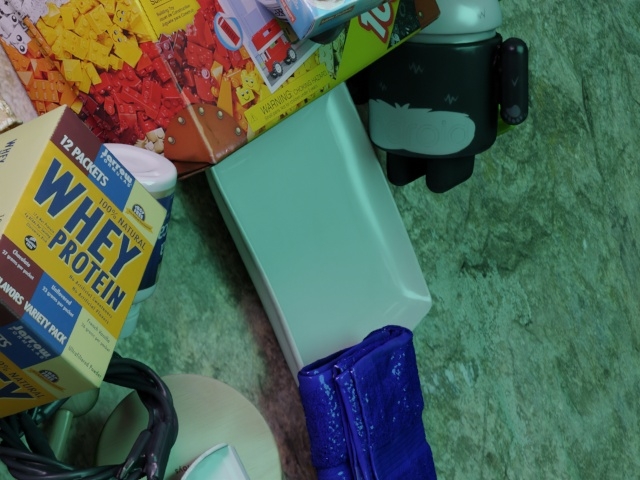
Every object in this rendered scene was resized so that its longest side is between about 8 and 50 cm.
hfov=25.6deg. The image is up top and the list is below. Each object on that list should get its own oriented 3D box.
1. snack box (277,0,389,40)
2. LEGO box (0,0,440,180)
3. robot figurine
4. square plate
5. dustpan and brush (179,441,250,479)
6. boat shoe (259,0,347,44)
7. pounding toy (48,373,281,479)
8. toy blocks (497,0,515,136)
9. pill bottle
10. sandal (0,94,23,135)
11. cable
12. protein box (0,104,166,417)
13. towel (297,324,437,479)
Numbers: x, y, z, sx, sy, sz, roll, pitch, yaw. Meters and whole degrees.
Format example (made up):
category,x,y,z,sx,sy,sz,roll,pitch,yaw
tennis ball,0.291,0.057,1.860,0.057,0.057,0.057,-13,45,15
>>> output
category,x,y,z,sx,sy,sz,roll,pitch,yaw
snack box,-0.016,-0.368,1.343,0.187,0.060,0.322,-28,85,-21
LEGO box,-0.122,-0.308,1.512,0.500,0.193,0.372,-40,108,-50
robot figurine,0.147,-0.207,1.808,0.173,0.209,0.278,-114,-157,-70
square plate,0.000,0.000,1.692,0.344,0.049,0.347,-43,114,-56
dustpan and brush,-0.109,0.271,1.219,0.211,0.060,0.147,-23,83,-40
boat shoe,0.017,-0.346,1.450,0.105,0.113,0.306,34,54,-45
pounding toy,-0.164,0.221,1.328,0.237,0.110,0.183,16,65,-21
toy blocks,0.121,-0.335,1.975,0.261,0.190,0.381,7,68,-42
pill bottle,-0.193,0.003,1.318,0.094,0.094,0.169,-26,134,-57
sandal,-0.312,-0.111,1.266,0.240,0.088,0.079,22,62,-44
cable,-0.199,0.159,1.215,0.184,0.150,0.047,-84,-178,-56
protein box,-0.265,0.029,1.157,0.136,0.201,0.200,48,39,-31
towel,0.077,0.264,1.610,0.227,0.076,0.308,-22,103,-58
